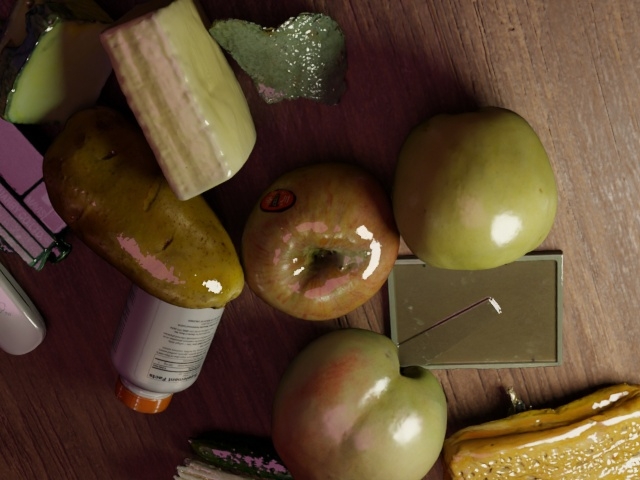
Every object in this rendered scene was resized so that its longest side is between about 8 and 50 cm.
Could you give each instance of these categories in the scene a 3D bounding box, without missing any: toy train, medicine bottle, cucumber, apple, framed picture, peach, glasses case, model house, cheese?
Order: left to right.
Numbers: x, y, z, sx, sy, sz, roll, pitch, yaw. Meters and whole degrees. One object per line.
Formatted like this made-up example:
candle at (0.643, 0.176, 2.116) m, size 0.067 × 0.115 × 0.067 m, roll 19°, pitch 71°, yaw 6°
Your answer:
glasses case at (-0.564, 0.095, 1.967) m, size 0.092 × 0.059 × 0.233 m, roll -29°, pitch 108°, yaw 14°
toy train at (-0.498, -0.114, 1.842) m, size 0.178 × 0.138 × 0.330 m, roll -39°, pitch 101°, yaw 9°
model house at (-0.432, -0.309, 1.722) m, size 0.211 × 0.170 × 0.194 m, roll 49°, pitch 123°, yaw 28°
medicine bottle at (-0.256, 0.145, 1.904) m, size 0.157 × 0.157 × 0.289 m, roll 21°, pitch 113°, yaw -3°
cheese at (-0.201, -0.225, 1.699) m, size 0.123 × 0.242 × 0.266 m, roll -19°, pitch 109°, yaw 16°
cucumber at (-0.127, 0.383, 2.039) m, size 0.227 × 0.069 × 0.069 m, roll 12°, pitch 113°, yaw 2°
apple at (0.000, 0.000, 1.798) m, size 0.260 × 0.194 × 0.261 m, roll 1°, pitch 113°, yaw 2°
peach at (0.056, 0.294, 1.883) m, size 0.292 × 0.247 × 0.292 m, roll -3°, pitch 106°, yaw -11°
apple at (0.226, -0.074, 1.714) m, size 0.262 × 0.262 × 0.262 m, roll 2°, pitch 113°, yaw 5°
framed picture at (0.259, 0.121, 1.917) m, size 0.289 × 0.020 × 0.211 m, roll -2°, pitch 112°, yaw 6°

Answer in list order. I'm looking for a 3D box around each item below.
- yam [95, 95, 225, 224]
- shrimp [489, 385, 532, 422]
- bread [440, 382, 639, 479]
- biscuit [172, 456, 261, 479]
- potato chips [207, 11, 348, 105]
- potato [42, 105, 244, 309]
yam at (-0.281, -0.131, 1.855) m, size 0.327 × 0.045 × 0.045 m, roll 46°, pitch 76°, yaw -11°
shrimp at (0.323, 0.353, 1.996) m, size 0.126 × 0.047 × 0.224 m, roll -3°, pitch 114°, yaw 18°
bread at (0.390, 0.364, 1.916) m, size 0.380 × 0.109 × 0.185 m, roll -14°, pitch 114°, yaw -5°
biscuit at (-0.148, 0.453, 2.048) m, size 0.238 × 0.062 × 0.108 m, roll 16°, pitch 155°, yaw -1°
potato chips at (-0.056, -0.279, 1.720) m, size 0.228 × 0.059 × 0.167 m, roll -2°, pitch 137°, yaw -19°
potato at (-0.267, -0.037, 1.738) m, size 0.176 × 0.195 × 0.369 m, roll -44°, pitch 88°, yaw 11°
